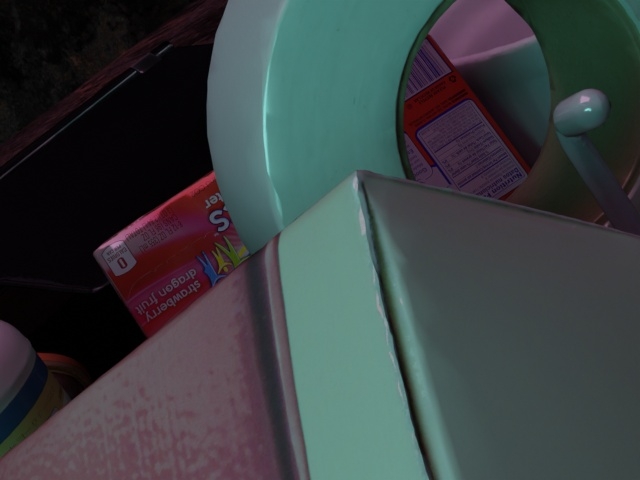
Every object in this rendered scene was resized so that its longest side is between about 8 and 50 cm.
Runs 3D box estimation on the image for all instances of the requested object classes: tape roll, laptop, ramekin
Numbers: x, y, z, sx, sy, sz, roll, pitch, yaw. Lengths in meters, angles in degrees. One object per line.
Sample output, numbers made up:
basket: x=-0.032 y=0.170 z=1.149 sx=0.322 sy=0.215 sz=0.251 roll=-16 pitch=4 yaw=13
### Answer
tape roll: x=0.088 y=-0.068 z=0.660 sx=0.286 sy=0.286 sz=0.100 roll=-36 pitch=19 yaw=-13
laptop: x=-0.170 y=0.002 z=1.130 sx=0.382 sy=0.236 sz=0.408 roll=-46 pitch=-21 yaw=-38
ramekin: x=0.216 y=-0.145 z=0.888 sx=0.277 sy=0.135 sz=0.277 roll=-29 pitch=18 yaw=11

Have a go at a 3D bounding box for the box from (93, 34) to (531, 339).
box: x=0.000 y=0.000 z=0.813 sx=0.257 sy=0.128 sz=0.122 roll=-34 pitch=-12 yaw=-6

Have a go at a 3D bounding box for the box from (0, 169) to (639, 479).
box: x=0.007 y=0.096 z=0.431 sx=0.232 sy=0.149 sz=0.126 roll=-38 pitch=54 yaw=39

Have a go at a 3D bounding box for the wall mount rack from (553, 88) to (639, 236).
wall mount rack: x=0.241 y=-0.072 z=0.439 sx=0.350 sy=0.130 sz=0.304 roll=-37 pitch=11 yaw=-10

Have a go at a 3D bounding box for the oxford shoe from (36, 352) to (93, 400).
oxford shoe: x=-0.314 y=0.211 z=0.900 sx=0.364 sy=0.130 sz=0.132 roll=-31 pitch=46 yaw=-9

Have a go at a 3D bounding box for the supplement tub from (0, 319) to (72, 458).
supplement tub: x=-0.154 y=0.154 z=0.600 sx=0.144 sy=0.199 sz=0.144 roll=-29 pitch=18 yaw=10
